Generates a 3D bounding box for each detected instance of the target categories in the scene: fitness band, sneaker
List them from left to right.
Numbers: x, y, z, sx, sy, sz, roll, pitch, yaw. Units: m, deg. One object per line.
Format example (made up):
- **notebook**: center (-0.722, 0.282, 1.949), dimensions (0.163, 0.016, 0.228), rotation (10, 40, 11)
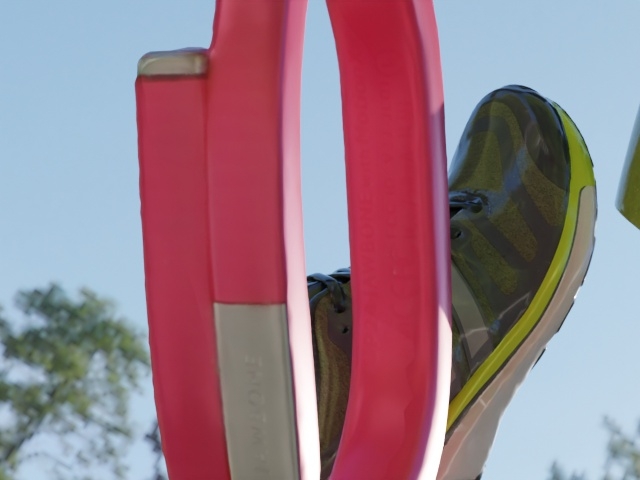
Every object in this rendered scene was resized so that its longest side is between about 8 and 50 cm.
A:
- **fitness band**: center (0.000, 0.000, 0.583), dimensions (0.054, 0.209, 0.290), rotation (1, -80, 20)
- **sneaker**: center (0.041, 0.038, 0.749), dimensions (0.121, 0.300, 0.111), rotation (35, -24, -20)

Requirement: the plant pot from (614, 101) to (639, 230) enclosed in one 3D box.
- **plant pot**: center (0.362, -0.113, 1.151), dimensions (0.275, 0.293, 0.275), rotation (30, 14, -8)
